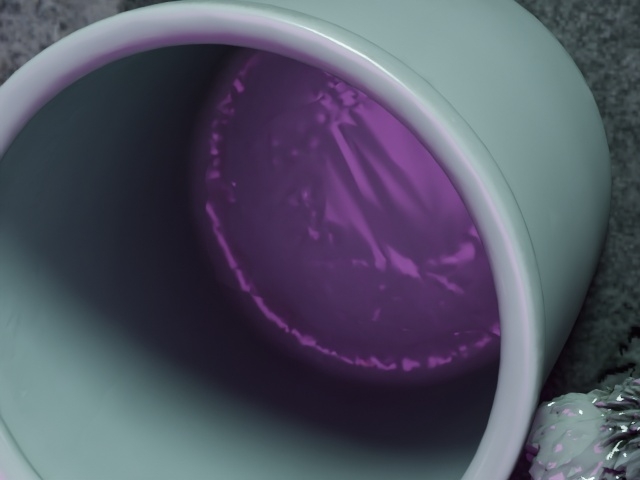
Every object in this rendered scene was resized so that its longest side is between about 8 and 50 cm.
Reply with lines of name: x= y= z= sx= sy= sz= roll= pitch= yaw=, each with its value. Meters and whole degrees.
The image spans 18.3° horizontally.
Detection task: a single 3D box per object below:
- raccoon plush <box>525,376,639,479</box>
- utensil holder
raccoon plush: x=0.351 y=0.022 z=1.128 sx=0.446 sy=0.216 sz=0.299 roll=1 pitch=100 yaw=-8
utensil holder: x=0.000 y=0.000 z=1.173 sx=0.328 sy=0.385 sz=0.327 roll=4 pitch=105 yaw=16
